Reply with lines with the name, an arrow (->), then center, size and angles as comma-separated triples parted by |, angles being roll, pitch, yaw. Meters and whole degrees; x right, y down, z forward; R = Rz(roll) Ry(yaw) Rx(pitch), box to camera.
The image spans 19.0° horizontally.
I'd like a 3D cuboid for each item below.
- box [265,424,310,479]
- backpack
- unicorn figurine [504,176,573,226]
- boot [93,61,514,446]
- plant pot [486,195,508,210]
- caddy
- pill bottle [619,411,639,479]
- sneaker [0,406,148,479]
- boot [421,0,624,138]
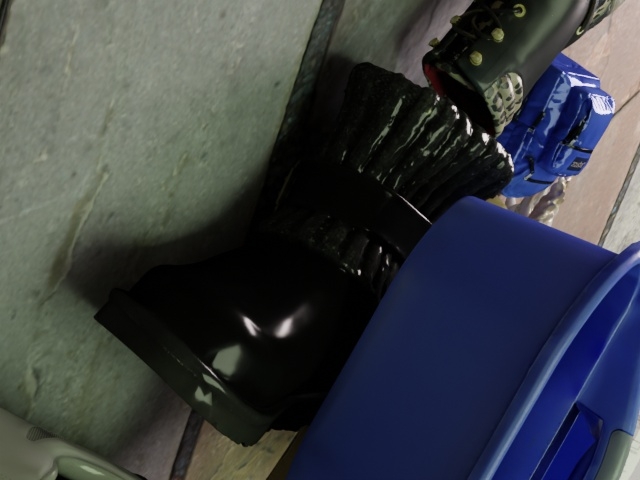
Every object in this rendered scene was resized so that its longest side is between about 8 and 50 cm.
box -> -0.043, 0.243, 1.378 | 0.201, 0.021, 0.164 | -56, 156, -13
backpack -> 0.174, -0.091, 1.570 | 0.098, 0.101, 0.120 | 7, 118, -55
unicorn figurine -> 0.183, -0.017, 1.686 | 0.162, 0.060, 0.111 | 23, 87, -78
boot -> -0.003, -0.002, 1.310 | 0.260, 0.131, 0.348 | -53, 167, 6
plant pot -> 0.081, 0.020, 1.520 | 0.095, 0.134, 0.134 | 1, 121, -34
caddy -> 0.127, 0.136, 1.347 | 0.341, 0.179, 0.241 | -60, 156, 1
pill bottle -> 0.338, 0.177, 2.119 | 0.229, 0.131, 0.131 | -61, 154, 6
sneaker -> -0.143, 0.200, 1.220 | 0.122, 0.146, 0.330 | -64, 147, -10
boot -> 0.145, -0.197, 1.399 | 0.178, 0.085, 0.236 | -50, 147, -18
